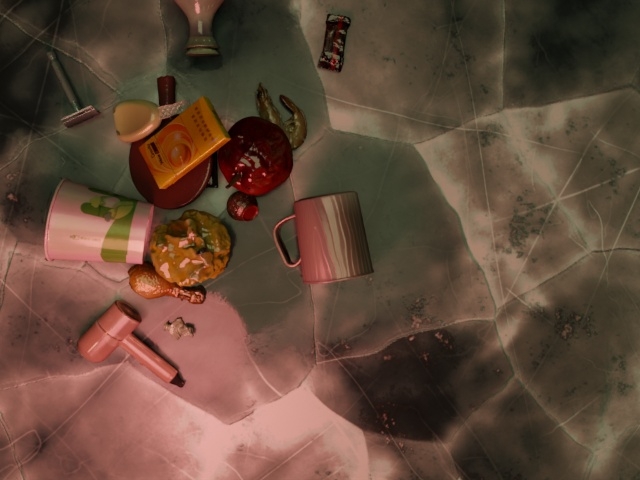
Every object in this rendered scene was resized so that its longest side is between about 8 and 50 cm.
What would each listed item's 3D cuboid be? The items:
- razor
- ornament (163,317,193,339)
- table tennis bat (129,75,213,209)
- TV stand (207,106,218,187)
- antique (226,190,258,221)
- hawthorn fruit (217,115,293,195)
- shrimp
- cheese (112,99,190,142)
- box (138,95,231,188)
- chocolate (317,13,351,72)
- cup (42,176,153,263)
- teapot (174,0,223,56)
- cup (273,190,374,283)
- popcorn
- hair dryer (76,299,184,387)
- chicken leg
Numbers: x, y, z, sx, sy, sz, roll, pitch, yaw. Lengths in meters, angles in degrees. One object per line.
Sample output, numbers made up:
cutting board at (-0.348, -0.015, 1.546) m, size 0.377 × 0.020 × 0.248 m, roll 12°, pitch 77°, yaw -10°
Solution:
razor at (-0.781, -0.471, 1.721) m, size 0.106 × 0.068 × 0.231 m, roll -27°, pitch 90°, yaw -4°
ornament at (-0.452, 0.284, 1.791) m, size 0.093 × 0.041 × 0.068 m, roll -13°, pitch 88°, yaw 5°
table tennis bat at (-0.469, -0.302, 1.740) m, size 0.269 × 0.051 × 0.414 m, roll -4°, pitch 89°, yaw 8°
TV stand at (-0.348, -0.295, 1.769) m, size 0.040 × 0.049 × 0.256 m, roll -1°, pitch 93°, yaw -4°
antique at (-0.247, -0.109, 1.763) m, size 0.104 × 0.104 × 0.103 m, roll 0°, pitch 93°, yaw -5°
hawthorn fruit at (-0.211, -0.230, 1.693) m, size 0.230 × 0.210 × 0.266 m, roll 45°, pitch 54°, yaw -19°
shrimp at (-0.125, -0.400, 1.782) m, size 0.133 × 0.053 × 0.235 m, roll -29°, pitch 98°, yaw -1°
cheese at (-0.506, -0.380, 1.696) m, size 0.252 × 0.054 × 0.127 m, roll -11°, pitch 88°, yaw 16°
box at (-0.404, -0.286, 1.662) m, size 0.269 × 0.043 × 0.152 m, roll -32°, pitch 78°, yaw 19°
chocolate at (0.045, -0.635, 1.799) m, size 0.086 × 0.028 × 0.182 m, roll 13°, pitch 93°, yaw -3°
cup at (-0.648, -0.038, 1.668) m, size 0.274 × 0.253 × 0.252 m, roll 11°, pitch 92°, yaw -13°
teapot at (-0.366, -0.689, 1.698) m, size 0.184 × 0.183 × 0.250 m, roll -2°, pitch 105°, yaw -5°
cup at (0.015, -0.003, 1.760) m, size 0.208 × 0.288 × 0.272 m, roll -11°, pitch 93°, yaw -40°
popcorn at (-0.390, 0.027, 1.694) m, size 0.250 × 0.225 × 0.249 m, roll -1°, pitch 103°, yaw -5°
hair dryer at (-0.572, 0.365, 1.762) m, size 0.344 × 0.107 × 0.189 m, roll 44°, pitch 89°, yaw -12°
chicken leg at (-0.483, 0.145, 1.762) m, size 0.252 × 0.087 × 0.107 m, roll 19°, pitch 102°, yaw -12°
